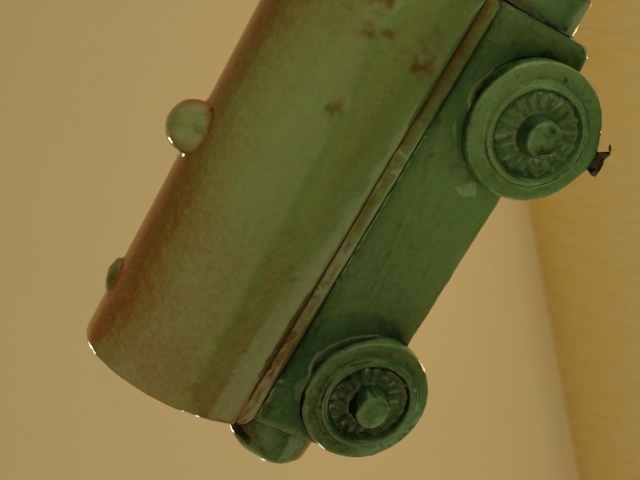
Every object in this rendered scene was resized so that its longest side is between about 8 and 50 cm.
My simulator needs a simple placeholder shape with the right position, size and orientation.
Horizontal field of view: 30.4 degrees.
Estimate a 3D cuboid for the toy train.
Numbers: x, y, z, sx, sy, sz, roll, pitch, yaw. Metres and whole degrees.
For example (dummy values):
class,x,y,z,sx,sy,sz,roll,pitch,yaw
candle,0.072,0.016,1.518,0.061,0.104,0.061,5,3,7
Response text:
class,x,y,z,sx,sy,sz,roll,pitch,yaw
toy train,0.007,-0.024,0.564,0.177,0.116,0.285,24,-71,-21
